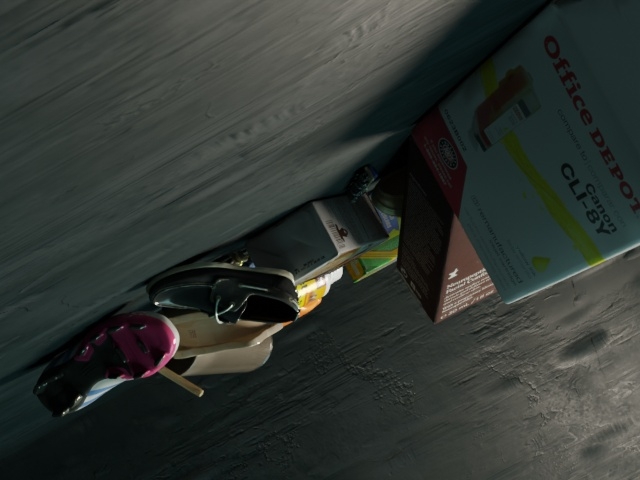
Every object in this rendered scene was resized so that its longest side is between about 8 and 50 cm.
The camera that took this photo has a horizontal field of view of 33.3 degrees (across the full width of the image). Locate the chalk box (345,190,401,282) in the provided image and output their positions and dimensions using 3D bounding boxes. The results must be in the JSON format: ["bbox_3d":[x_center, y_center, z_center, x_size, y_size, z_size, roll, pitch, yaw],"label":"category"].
[{"bbox_3d":[0.133,-0.032,1.997,0.213,0.132,0.132,-29,175,-12],"label":"chalk box"}]

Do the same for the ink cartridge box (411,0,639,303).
[{"bbox_3d":[0.303,-0.112,1.296,0.160,0.279,0.385,-25,174,-24],"label":"ink cartridge box"}]

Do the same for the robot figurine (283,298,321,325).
[{"bbox_3d":[-0.090,0.122,2.368,0.219,0.128,0.158,-34,175,43],"label":"robot figurine"}]

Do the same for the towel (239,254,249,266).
[{"bbox_3d":[-0.136,0.045,1.933,0.237,0.021,0.102,-25,173,-33],"label":"towel"}]

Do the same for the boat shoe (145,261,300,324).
[{"bbox_3d":[-0.141,0.084,1.591,0.233,0.079,0.084,4,140,-23],"label":"boat shoe"}]

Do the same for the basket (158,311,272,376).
[{"bbox_3d":[-0.237,0.195,2.130,0.227,0.204,0.154,0,108,-63],"label":"basket"}]

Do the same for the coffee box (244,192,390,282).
[{"bbox_3d":[0.000,0.000,1.768,0.141,0.098,0.246,-30,174,22],"label":"coffee box"}]

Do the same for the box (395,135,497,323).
[{"bbox_3d":[0.240,-0.042,1.682,0.191,0.143,0.381,-25,150,-14],"label":"box"}]

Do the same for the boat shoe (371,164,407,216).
[{"bbox_3d":[0.223,-0.128,1.800,0.302,0.109,0.098,-18,136,-16],"label":"boat shoe"}]

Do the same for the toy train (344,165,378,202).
[{"bbox_3d":[0.065,-0.088,1.655,0.036,0.027,0.158,-31,176,-9],"label":"toy train"}]

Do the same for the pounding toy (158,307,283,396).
[{"bbox_3d":[-0.197,0.177,1.901,0.270,0.154,0.154,-11,-169,14],"label":"pounding toy"}]

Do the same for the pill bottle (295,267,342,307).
[{"bbox_3d":[-0.063,0.082,2.151,0.215,0.117,0.117,-26,174,-31],"label":"pill bottle"}]

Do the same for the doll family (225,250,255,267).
[{"bbox_3d":[-0.142,0.066,1.785,0.111,0.076,0.193,-52,160,27],"label":"doll family"}]

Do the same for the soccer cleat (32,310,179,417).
[{"bbox_3d":[-0.345,0.181,1.780,0.331,0.116,0.143,-29,-169,32],"label":"soccer cleat"}]
